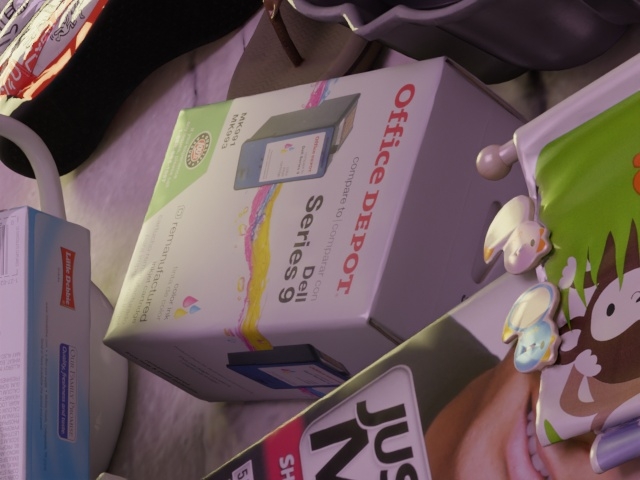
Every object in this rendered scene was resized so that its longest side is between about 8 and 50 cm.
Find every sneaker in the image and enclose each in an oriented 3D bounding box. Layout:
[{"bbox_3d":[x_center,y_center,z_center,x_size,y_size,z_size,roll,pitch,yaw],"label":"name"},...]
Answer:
[{"bbox_3d":[-0.132,-0.174,1.334,0.270,0.090,0.145,-41,42,25],"label":"sneaker"}]

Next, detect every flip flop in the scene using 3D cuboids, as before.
[{"bbox_3d":[0.002,-0.186,1.197,0.112,0.080,0.277,7,70,51],"label":"flip flop"}]

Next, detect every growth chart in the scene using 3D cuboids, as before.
[{"bbox_3d":[0.137,0.007,0.766,0.172,0.021,0.237,-39,39,25],"label":"growth chart"}]

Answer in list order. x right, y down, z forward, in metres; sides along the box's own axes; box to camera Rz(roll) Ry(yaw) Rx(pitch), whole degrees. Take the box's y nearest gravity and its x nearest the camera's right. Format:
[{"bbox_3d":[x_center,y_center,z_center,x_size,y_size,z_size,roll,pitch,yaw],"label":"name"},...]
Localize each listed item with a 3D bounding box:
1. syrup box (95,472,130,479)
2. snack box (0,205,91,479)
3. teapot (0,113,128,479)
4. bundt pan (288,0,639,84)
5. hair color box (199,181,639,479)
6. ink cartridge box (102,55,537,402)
[{"bbox_3d":[-0.137,0.247,1.028,0.237,0.096,0.093,-52,39,9],"label":"syrup box"},{"bbox_3d":[-0.268,0.104,1.059,0.321,0.060,0.187,-11,71,28],"label":"snack box"},{"bbox_3d":[-0.251,0.087,1.199,0.252,0.187,0.256,-33,42,28],"label":"teapot"},{"bbox_3d":[0.126,-0.225,1.049,0.331,0.124,0.331,-29,45,34],"label":"bundt pan"},{"bbox_3d":[0.120,0.105,0.824,0.374,0.113,0.185,-36,42,25],"label":"hair color box"},{"bbox_3d":[0.000,0.000,1.056,0.212,0.093,0.154,-5,60,45],"label":"ink cartridge box"}]
